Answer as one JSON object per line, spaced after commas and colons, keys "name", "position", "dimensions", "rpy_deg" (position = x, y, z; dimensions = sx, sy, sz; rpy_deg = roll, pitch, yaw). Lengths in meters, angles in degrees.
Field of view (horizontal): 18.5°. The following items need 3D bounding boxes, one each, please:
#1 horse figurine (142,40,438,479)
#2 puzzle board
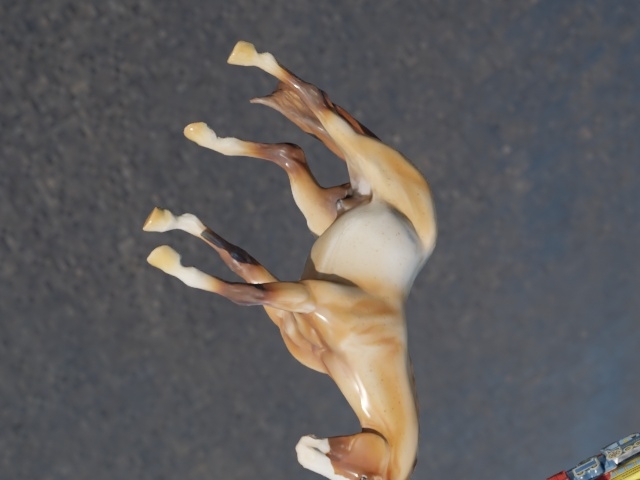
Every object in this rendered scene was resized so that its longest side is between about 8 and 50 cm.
{"name": "horse figurine", "position": [0.000, 0.000, 1.022], "dimensions": [0.066, 0.174, 0.263], "rpy_deg": [-46, -162, 36]}
{"name": "puzzle board", "position": [0.127, 0.140, 1.015], "dimensions": [0.128, 0.011, 0.096], "rpy_deg": [-28, -167, 3]}
